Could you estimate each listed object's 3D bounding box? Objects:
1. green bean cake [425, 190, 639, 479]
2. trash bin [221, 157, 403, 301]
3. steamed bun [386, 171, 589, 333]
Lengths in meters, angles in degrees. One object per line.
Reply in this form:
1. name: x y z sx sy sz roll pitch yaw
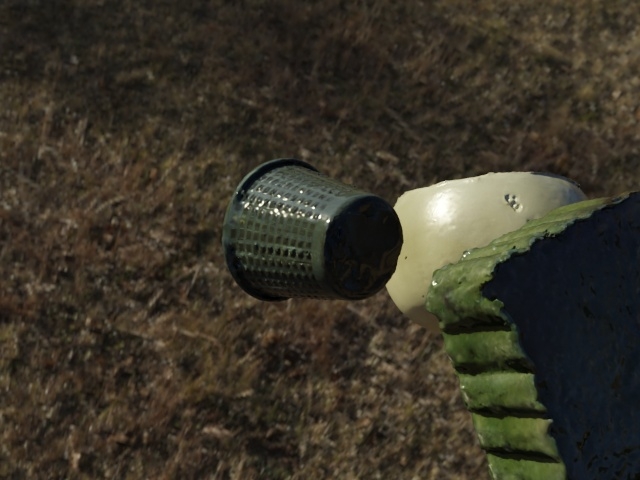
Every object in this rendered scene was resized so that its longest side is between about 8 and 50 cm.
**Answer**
1. green bean cake: 0.174 0.074 0.702 0.173 0.094 0.181 -26 96 -31
2. trash bin: 0.000 0.000 1.159 0.175 0.175 0.161 -19 21 -36
3. steamed bun: 0.245 0.035 1.440 0.324 0.324 0.206 4 77 -21
